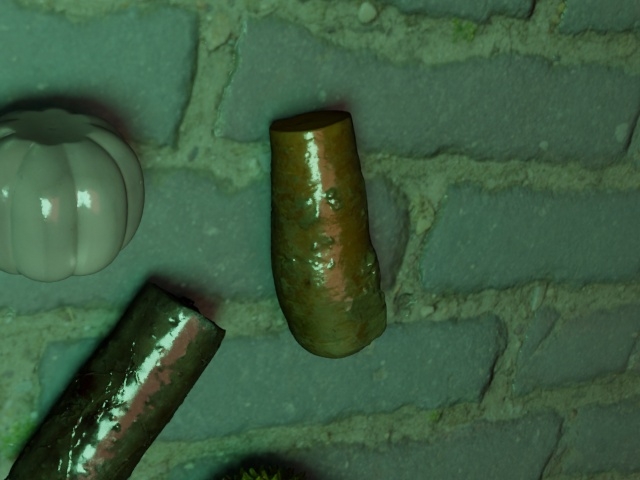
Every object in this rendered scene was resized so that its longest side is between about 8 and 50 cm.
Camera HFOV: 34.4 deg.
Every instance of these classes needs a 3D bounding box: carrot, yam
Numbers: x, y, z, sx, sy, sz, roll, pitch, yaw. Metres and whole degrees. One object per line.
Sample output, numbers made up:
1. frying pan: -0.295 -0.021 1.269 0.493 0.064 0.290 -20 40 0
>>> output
1. carrot: 0.000 0.000 1.229 0.139 0.139 0.302 -22 115 -22
2. yam: -0.227 0.185 1.178 0.131 0.131 0.279 37 88 -39

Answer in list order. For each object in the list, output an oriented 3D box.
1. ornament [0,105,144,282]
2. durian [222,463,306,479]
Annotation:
1. ornament: -0.262 -0.040 1.013 0.177 0.177 0.177 -14 119 -26
2. durian: -0.057 0.426 1.334 0.293 0.258 0.258 30 95 -49
